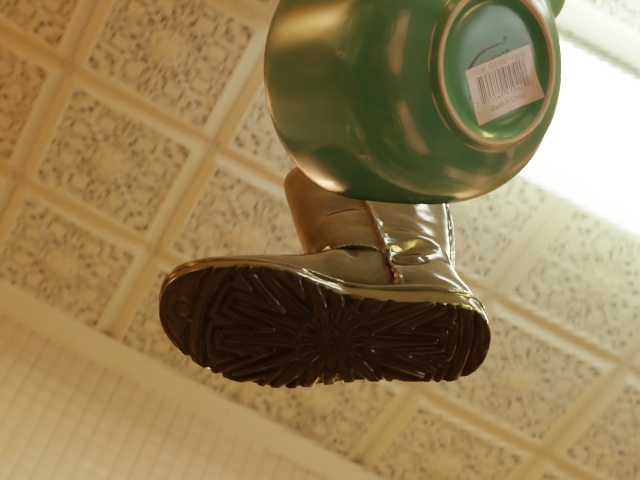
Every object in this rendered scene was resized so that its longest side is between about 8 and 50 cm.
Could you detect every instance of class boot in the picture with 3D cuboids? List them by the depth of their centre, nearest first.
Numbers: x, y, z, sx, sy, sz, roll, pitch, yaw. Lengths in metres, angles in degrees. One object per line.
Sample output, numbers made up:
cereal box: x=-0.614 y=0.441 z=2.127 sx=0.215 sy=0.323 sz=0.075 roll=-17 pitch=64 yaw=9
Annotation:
boot: x=-0.002 y=0.002 z=0.855 sx=0.189 sy=0.208 sz=0.076 roll=10 pitch=-61 yaw=-14

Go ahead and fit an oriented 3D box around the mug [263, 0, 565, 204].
mug: x=0.057 y=-0.094 z=0.718 sx=0.129 sy=0.158 sz=0.097 roll=27 pitch=-12 yaw=-35
